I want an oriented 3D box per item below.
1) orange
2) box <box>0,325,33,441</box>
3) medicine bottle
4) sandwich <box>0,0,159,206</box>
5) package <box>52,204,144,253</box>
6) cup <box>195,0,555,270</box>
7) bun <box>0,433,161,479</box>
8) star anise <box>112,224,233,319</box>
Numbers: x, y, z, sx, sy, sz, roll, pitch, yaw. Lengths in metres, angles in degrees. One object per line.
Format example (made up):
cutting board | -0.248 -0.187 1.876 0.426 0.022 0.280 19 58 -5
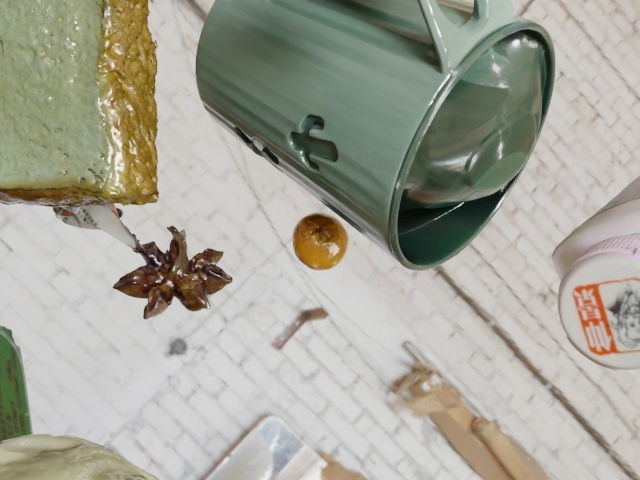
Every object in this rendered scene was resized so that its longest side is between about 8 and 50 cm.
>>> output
orange | 0.000 0.000 1.055 0.083 0.083 0.070 40 -29 17
box | -0.510 0.237 0.981 0.336 0.106 0.264 45 29 -72
medicine bottle | 0.204 0.003 0.439 0.115 0.219 0.078 -19 -85 41
sandwich | -0.259 -0.158 0.714 0.226 0.251 0.087 1 -1 24
package | -0.339 -0.074 1.034 0.269 0.071 0.194 43 -4 47
cup | 0.074 -0.217 0.939 0.392 0.310 0.400 34 -58 30
bun | -0.149 0.189 0.487 0.183 0.102 0.183 37 -15 11
star anise | -0.205 0.052 1.062 0.168 0.168 0.057 39 -31 22
